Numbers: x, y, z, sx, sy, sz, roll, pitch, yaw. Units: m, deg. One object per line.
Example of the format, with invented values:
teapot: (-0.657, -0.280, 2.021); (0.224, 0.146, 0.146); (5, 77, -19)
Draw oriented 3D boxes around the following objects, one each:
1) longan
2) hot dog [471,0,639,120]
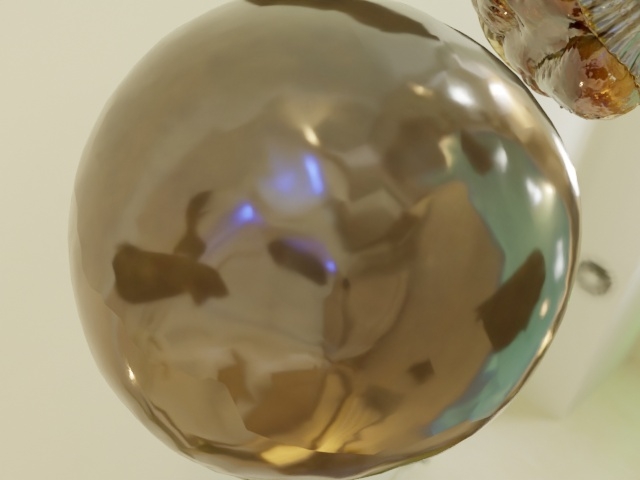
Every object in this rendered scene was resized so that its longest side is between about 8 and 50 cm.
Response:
longan: (0.001, -0.002, 0.671); (0.297, 0.297, 0.297); (-44, -25, -26)
hot dog: (0.194, -0.181, 1.006); (0.082, 0.162, 0.270); (-29, 15, -4)
